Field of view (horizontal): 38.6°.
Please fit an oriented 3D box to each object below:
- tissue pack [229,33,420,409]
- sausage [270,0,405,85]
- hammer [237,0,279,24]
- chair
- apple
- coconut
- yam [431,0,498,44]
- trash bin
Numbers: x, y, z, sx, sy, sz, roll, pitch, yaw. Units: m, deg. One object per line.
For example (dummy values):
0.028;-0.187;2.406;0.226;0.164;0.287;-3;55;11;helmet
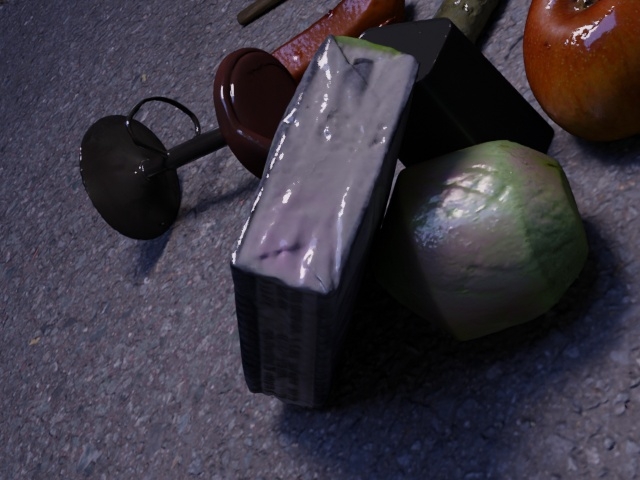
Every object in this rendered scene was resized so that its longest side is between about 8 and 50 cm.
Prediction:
0.000;0.000;1.031;0.124;0.394;0.288;18;65;6;tissue pack
0.005;-0.310;1.504;0.330;0.102;0.102;-33;41;23;sausage
-0.023;-0.515;1.750;0.365;0.043;0.111;-25;44;31;hammer
-0.169;-0.155;1.448;0.401;0.226;0.226;-17;48;35;chair
0.330;-0.235;1.044;0.210;0.173;0.235;-23;46;32;apple
0.165;-0.001;0.991;0.236;0.204;0.236;-12;61;22;coconut
0.207;-0.329;1.331;0.078;0.078;0.179;13;69;50;yam
0.149;-0.156;1.118;0.165;0.225;0.115;7;65;48;trash bin
